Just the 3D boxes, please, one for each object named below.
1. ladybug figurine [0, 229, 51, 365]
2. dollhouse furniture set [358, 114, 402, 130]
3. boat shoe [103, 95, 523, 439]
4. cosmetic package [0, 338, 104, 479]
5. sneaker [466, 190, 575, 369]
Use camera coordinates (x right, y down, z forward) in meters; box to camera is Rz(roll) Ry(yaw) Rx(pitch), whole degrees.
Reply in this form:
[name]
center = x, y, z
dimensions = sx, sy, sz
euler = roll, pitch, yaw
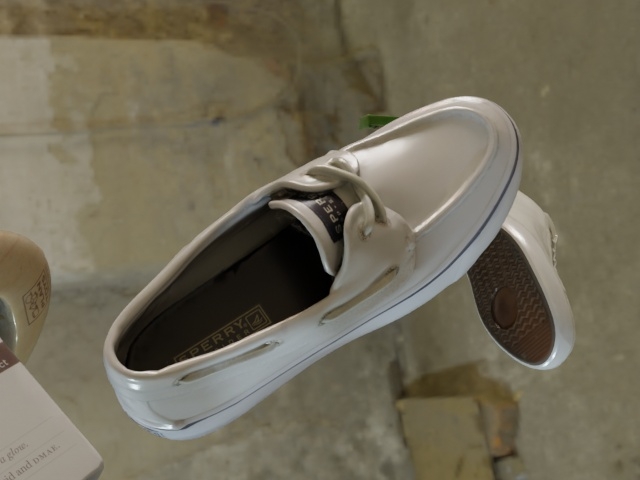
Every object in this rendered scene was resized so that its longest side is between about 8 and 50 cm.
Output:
[ladybug figurine]
center = -0.530, 0.143, 1.501
dimensions = 0.162, 0.449, 0.305
euler = 22, 135, 23
[dollhouse furniture set]
center = 0.075, -0.078, 1.444
dimensions = 0.076, 0.059, 0.151
euler = 171, 101, -71
[boat shoe]
center = 0.000, 0.000, 0.616
dimensions = 0.096, 0.267, 0.088
euler = 54, 170, 22
[cosmetic package]
center = -0.283, 0.162, 0.836
dimensions = 0.183, 0.151, 0.151
euler = 47, 139, 10
[sneaker]
center = 0.215, 0.018, 1.202
dimensions = 0.290, 0.123, 0.106
euler = -112, 36, -47
